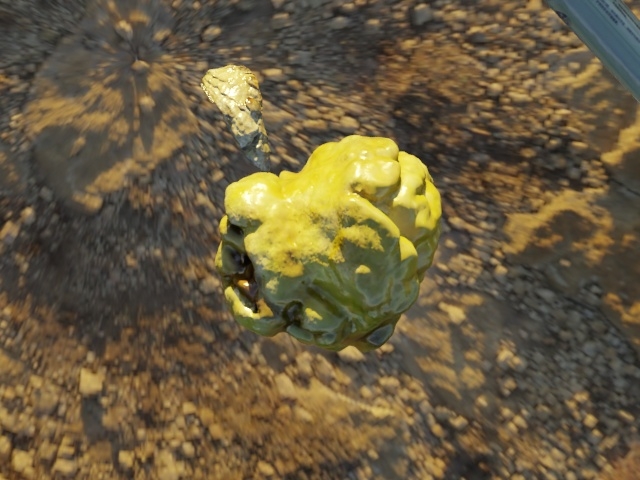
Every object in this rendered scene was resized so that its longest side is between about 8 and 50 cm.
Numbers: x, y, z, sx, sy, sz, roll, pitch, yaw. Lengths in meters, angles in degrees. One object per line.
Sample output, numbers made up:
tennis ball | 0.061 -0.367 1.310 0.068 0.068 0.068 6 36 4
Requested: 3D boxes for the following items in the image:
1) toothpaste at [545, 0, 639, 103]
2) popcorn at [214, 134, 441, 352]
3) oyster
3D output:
toothpaste | 0.174 -0.084 0.731 0.197 0.048 0.029 44 125 -16
popcorn | 0.000 0.000 1.267 0.203 0.226 0.200 19 81 -19
oyster | -0.051 -0.089 0.995 0.038 0.081 0.083 -33 95 -2
